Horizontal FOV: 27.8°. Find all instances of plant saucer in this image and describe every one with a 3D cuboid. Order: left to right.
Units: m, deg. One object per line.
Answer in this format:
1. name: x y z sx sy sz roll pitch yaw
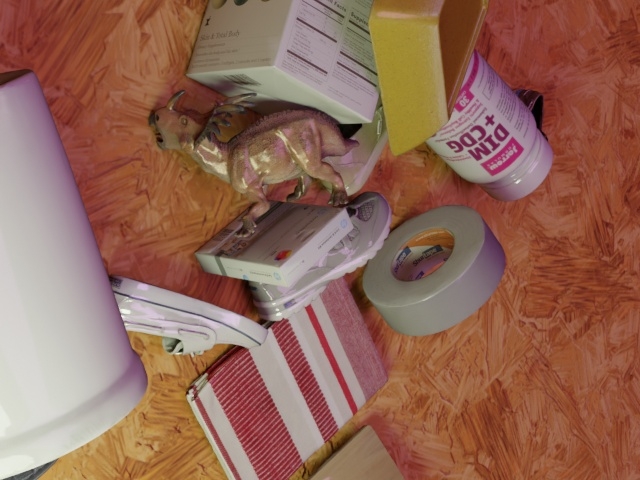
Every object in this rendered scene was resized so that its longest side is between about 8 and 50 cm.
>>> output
1. plant saucer: 0.171 -0.332 1.855 0.332 0.081 0.332 75 32 -58

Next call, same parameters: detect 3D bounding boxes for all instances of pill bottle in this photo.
1. pill bottle: 0.251 -0.193 2.108 0.283 0.160 0.160 39 68 -37

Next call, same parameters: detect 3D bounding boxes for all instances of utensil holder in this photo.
1. utensil holder: -0.404 0.034 1.442 0.328 0.328 0.385 -26 107 -37

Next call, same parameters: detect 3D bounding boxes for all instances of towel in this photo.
1. towel: -0.044 0.222 1.965 0.329 0.037 0.237 -40 121 -30

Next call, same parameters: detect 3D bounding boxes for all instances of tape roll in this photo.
1. tape roll: 0.176 0.045 2.022 0.219 0.219 0.072 -54 125 -25

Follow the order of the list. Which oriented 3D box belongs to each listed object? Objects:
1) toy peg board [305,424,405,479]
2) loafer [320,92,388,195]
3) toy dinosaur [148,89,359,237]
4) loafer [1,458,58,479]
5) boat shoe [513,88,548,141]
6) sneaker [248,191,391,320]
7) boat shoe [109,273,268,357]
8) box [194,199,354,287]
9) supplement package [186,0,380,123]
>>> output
1. toy peg board: 0.046 0.405 2.045 0.161 0.079 0.160 -39 102 -33
2. loafer: 0.066 -0.198 1.984 0.092 0.102 0.268 37 70 -43
3. toy dinosaur: -0.069 -0.134 1.792 0.296 0.127 0.200 -17 109 -18
4. loafer: -0.456 0.298 1.584 0.302 0.095 0.109 -27 81 -42
5. boat shoe: 0.361 -0.174 2.270 0.066 0.066 0.183 -5 97 -41
6. sneaker: 0.000 0.000 1.937 0.281 0.105 0.115 -41 119 -31
7. boat shoe: -0.192 0.120 1.797 0.258 0.095 0.084 21 84 -30
8. box: -0.066 0.000 1.824 0.145 0.186 0.038 -42 121 -32
9. supplement package: -0.025 -0.320 1.825 0.198 0.199 0.262 25 76 -40
